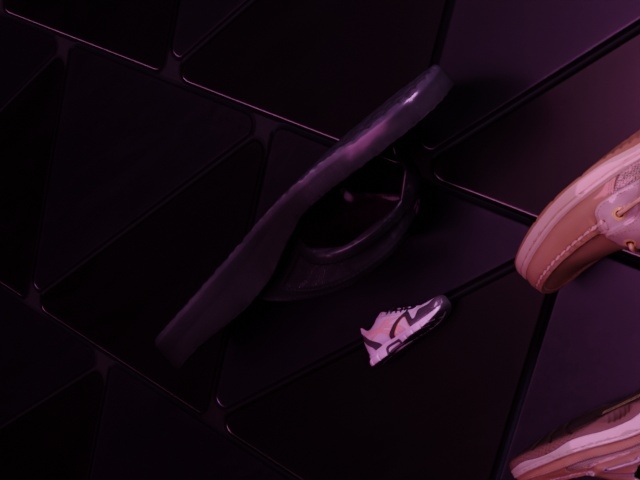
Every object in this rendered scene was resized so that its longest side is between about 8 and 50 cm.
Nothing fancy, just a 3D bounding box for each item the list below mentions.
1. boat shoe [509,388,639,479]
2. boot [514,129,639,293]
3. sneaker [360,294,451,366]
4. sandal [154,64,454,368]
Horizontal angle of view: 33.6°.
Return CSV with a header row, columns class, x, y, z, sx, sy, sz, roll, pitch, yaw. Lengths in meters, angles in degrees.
class,x,y,z,sx,sy,sz,roll,pitch,yaw
boat shoe,0.240,0.171,0.852,0.190,0.068,0.072,-34,84,36
boot,0.286,0.014,0.782,0.262,0.095,0.203,-42,69,29
sneaker,0.076,0.077,0.993,0.109,0.040,0.044,-39,67,34
sandal,0.000,0.000,0.999,0.107,0.167,0.446,44,131,-1
